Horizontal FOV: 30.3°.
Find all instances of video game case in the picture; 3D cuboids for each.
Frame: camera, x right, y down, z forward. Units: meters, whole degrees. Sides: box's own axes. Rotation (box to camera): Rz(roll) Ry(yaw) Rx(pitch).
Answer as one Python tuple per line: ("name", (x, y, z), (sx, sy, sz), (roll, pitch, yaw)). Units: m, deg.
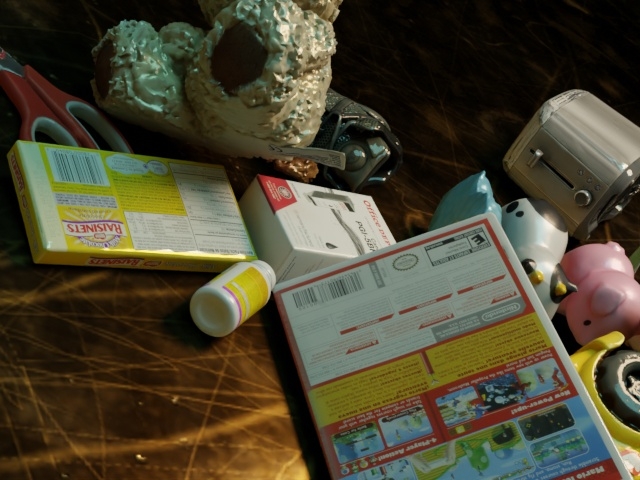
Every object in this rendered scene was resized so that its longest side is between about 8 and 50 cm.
("video game case", (0.091, 0.112, 0.926), (0.204, 0.025, 0.285), (-19, 48, -2))

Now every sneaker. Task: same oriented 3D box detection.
("sneaker", (-0.010, -0.118, 1.174), (0.228, 0.087, 0.130), (26, 11, -25))

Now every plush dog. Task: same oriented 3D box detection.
("plush dog", (-0.048, -0.190, 1.061), (0.211, 0.262, 0.225), (26, 74, -40))

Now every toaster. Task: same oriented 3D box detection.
("toaster", (0.330, -0.103, 1.473), (0.146, 0.129, 0.227), (43, 33, 14))

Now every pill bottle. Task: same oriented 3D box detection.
("pill bottle", (-0.068, 0.044, 0.964), (0.043, 0.043, 0.083), (41, 32, 7))

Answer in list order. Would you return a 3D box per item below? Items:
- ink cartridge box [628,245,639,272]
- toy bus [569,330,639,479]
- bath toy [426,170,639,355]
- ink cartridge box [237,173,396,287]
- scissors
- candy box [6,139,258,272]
("ink cartridge box", (0.447, 0.078, 1.366), (0.209, 0.109, 0.062), (42, 31, 10))
("toy bus", (0.206, 0.206, 0.944), (0.211, 0.149, 0.220), (-11, 57, -35))
("bath toy", (0.281, 0.050, 1.225), (0.348, 0.129, 0.151), (24, 68, -19))
("ink cartridge box", (0.000, 0.000, 1.078), (0.135, 0.056, 0.099), (9, 40, -37))
("scissors", (-0.271, -0.152, 1.052), (0.109, 0.021, 0.297), (-13, 55, -49))
("candy box", (-0.151, -0.025, 0.977), (0.206, 0.027, 0.105), (5, 56, -41))
